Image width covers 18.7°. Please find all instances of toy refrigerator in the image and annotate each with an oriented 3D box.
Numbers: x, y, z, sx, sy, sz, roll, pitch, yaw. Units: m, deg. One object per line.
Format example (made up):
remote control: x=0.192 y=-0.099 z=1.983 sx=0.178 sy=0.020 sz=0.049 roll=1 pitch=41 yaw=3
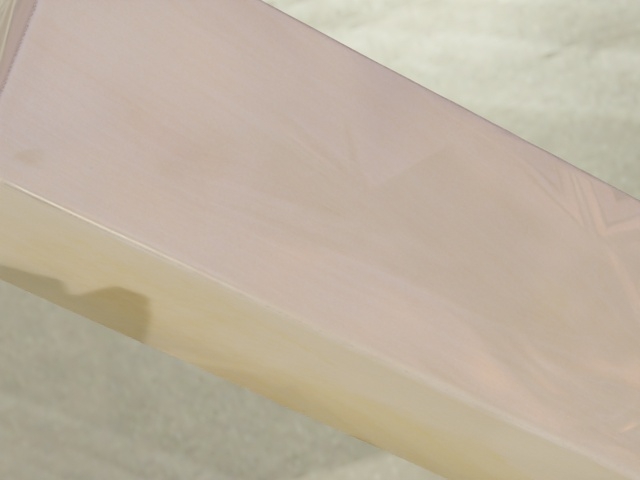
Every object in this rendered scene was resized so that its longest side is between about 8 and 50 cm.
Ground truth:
toy refrigerator: x=0.000 y=0.000 z=0.692 sx=0.094 sy=0.269 sz=0.102 roll=-27 pitch=42 yaw=59
